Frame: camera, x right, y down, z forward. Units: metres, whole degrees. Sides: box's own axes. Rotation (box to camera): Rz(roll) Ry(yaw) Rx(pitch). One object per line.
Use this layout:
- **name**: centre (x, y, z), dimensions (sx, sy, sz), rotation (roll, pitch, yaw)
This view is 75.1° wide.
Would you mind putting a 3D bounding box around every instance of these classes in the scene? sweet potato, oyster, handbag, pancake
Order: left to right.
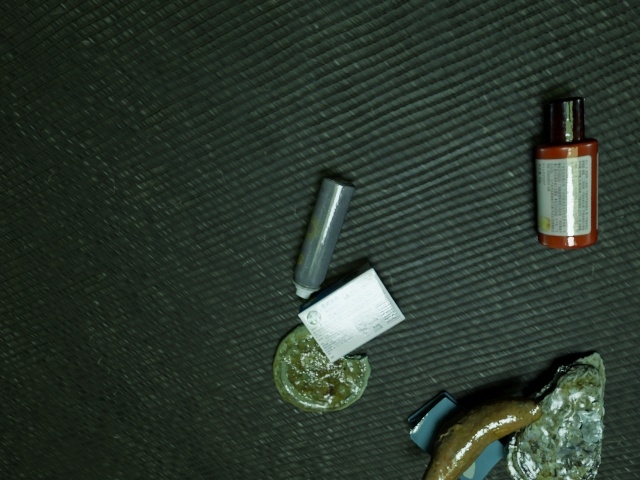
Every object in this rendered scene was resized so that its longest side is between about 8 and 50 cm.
- **pancake**: centre (-0.002, 0.321, 1.027), dimensions (0.254, 0.037, 0.253), rotation (1, 104, 5)
- **handbag**: centre (0.336, 0.484, 1.024), dimensions (0.221, 0.057, 0.144), rotation (41, 100, -4)
- **sweet potato**: centre (0.332, 0.445, 0.937), dimensions (0.341, 0.114, 0.092), rotation (-43, 119, 8)
- **oyster**: centre (0.540, 0.409, 0.928), dimensions (0.163, 0.158, 0.350), rotation (23, 96, 3)

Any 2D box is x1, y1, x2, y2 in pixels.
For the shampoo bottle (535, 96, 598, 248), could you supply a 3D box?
- **shampoo bottle**: centre (0.470, -0.129, 0.797), dimensions (0.105, 0.104, 0.277), rotation (-7, 105, 10)

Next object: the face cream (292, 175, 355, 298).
- **face cream**: centre (0.000, 0.000, 0.915), dimensions (0.073, 0.073, 0.283), rotation (18, 108, 2)

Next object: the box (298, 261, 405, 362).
- **box**: centre (0.068, 0.161, 0.936), dimensions (0.194, 0.073, 0.139), rotation (-33, 98, 5)
